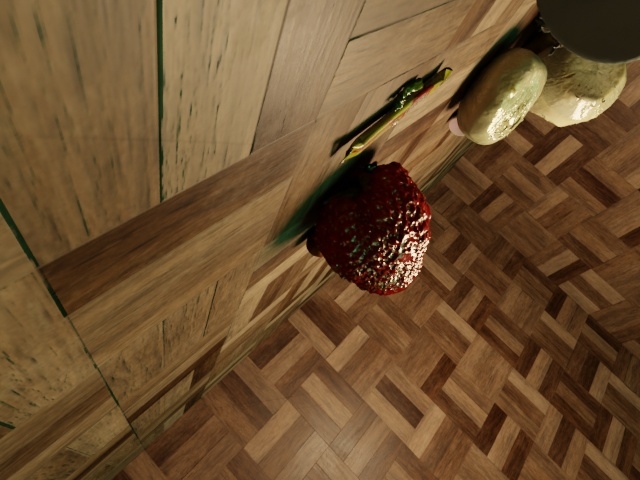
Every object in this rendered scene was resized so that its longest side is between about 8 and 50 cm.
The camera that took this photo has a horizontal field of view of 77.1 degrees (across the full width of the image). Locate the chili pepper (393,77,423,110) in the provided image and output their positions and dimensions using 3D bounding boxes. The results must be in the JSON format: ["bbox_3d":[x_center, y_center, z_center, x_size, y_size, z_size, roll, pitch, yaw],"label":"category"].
[{"bbox_3d":[0.146,-0.247,0.672,0.083,0.022,0.027,-46,171,-20],"label":"chili pepper"}]

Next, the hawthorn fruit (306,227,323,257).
[{"bbox_3d":[-0.002,0.003,0.992,0.077,0.077,0.077,-44,171,-9],"label":"hawthorn fruit"}]

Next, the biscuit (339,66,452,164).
[{"bbox_3d":[0.134,-0.224,0.701,0.292,0.026,0.048,-42,174,-22],"label":"biscuit"}]

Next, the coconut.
[{"bbox_3d":[0.727,-0.461,1.174,0.245,0.245,0.247,-46,-178,9],"label":"coconut"}]

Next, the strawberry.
[{"bbox_3d":[0.125,-0.022,0.877,0.261,0.257,0.261,-33,161,-13],"label":"strawberry"}]

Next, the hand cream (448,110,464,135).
[{"bbox_3d":[0.533,-0.470,1.341,0.312,0.070,0.111,-49,172,-26],"label":"hand cream"}]

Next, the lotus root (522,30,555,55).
[{"bbox_3d":[0.719,-0.589,1.335,0.169,0.141,0.314,-45,162,-19],"label":"lotus root"}]

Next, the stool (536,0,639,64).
[{"bbox_3d":[0.567,-0.491,0.648,0.330,0.297,0.297,-41,171,-2],"label":"stool"}]

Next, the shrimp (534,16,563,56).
[{"bbox_3d":[0.695,-0.624,1.040,0.411,0.166,0.221,-36,-165,-22],"label":"shrimp"}]

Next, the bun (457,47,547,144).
[{"bbox_3d":[0.483,-0.392,1.098,0.273,0.168,0.272,-37,157,-19],"label":"bun"}]
